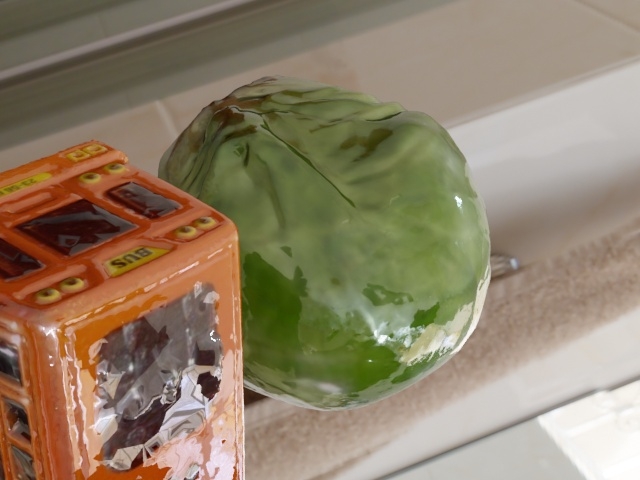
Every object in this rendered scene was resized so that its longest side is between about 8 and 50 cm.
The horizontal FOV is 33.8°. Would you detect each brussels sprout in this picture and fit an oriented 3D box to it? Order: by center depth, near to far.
[{"bbox_3d":[0.000,0.000,0.711,0.244,0.244,0.244,161,-90,-81],"label":"brussels sprout"}]

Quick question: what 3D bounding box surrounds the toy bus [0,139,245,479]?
[{"bbox_3d":[-0.117,0.130,0.524,0.153,0.143,0.329,24,-55,34],"label":"toy bus"}]
